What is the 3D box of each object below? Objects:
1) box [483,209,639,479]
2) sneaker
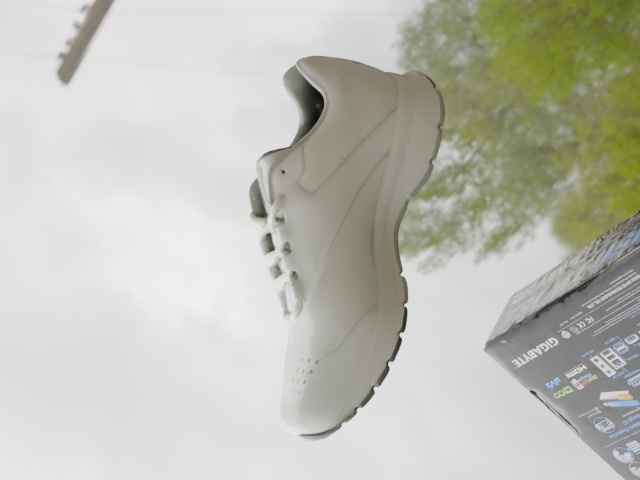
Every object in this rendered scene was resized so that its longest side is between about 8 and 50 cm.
[{"bbox_3d":[0.317,0.098,0.868,0.293,0.295,0.073,40,-132,-6],"label":"box"},{"bbox_3d":[0.000,0.000,0.901,0.129,0.111,0.297,17,-107,-22],"label":"sneaker"}]
